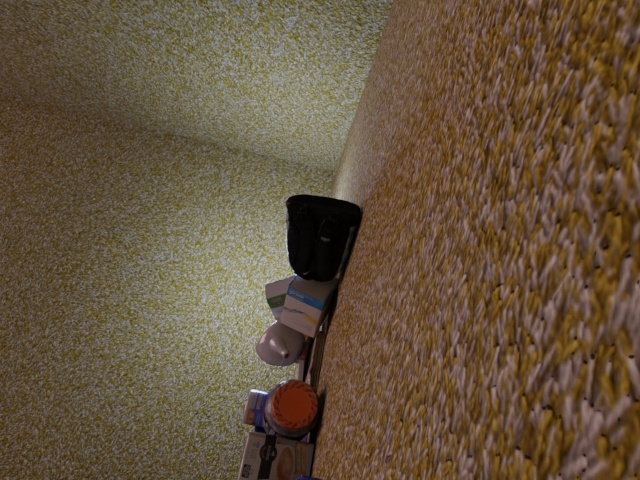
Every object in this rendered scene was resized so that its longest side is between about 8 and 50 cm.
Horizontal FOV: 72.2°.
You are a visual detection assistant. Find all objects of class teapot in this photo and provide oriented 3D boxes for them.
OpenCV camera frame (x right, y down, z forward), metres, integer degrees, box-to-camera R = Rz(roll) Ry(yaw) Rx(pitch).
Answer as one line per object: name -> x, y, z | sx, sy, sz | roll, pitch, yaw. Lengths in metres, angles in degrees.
teapot -> -0.155, 0.484, 2.002 | 0.256, 0.187, 0.252 | -30, -26, -46

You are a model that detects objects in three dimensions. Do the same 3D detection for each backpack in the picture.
backpack -> 0.000, 0.000, 1.739 | 0.273, 0.291, 0.355 | -62, -20, -66

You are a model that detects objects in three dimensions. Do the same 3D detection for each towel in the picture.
towel -> -0.032, 0.548, 1.890 | 0.187, 0.049, 0.282 | 108, 174, -57

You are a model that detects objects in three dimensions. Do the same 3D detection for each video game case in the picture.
video game case -> -0.062, 0.553, 2.032 | 0.285, 0.025, 0.203 | -63, -20, -67

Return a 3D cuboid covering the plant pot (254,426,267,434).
plant pot -> -0.217, 0.972, 1.991 | 0.236, 0.212, 0.235 | 112, 170, -78

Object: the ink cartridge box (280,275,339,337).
ink cartridge box -> -0.049, 0.260, 1.883 | 0.171, 0.168, 0.232 | -53, -18, -51

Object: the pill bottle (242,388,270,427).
pill bottle -> -0.204, 0.774, 1.983 | 0.152, 0.272, 0.152 | -167, 90, -88

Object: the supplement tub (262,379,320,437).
supplement tub -> -0.106, 0.614, 1.575 | 0.316, 0.194, 0.193 | 108, 174, -58

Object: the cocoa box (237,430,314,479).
cocoa box -> -0.169, 0.840, 1.439 | 0.231, 0.228, 0.346 | 108, 174, -57

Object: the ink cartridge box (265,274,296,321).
ink cartridge box -> -0.128, 0.315, 2.127 | 0.117, 0.202, 0.278 | -106, -2, -53

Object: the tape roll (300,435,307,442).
tape roll -> -0.125, 0.898, 1.758 | 0.275, 0.090, 0.274 | -168, 90, -86

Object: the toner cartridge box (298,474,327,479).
toner cartridge box -> -0.051, 0.756, 1.016 | 0.165, 0.075, 0.347 | 104, 177, -48

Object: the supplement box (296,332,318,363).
supplement box -> -0.122, 0.530, 2.295 | 0.129, 0.192, 0.194 | -81, 4, -53

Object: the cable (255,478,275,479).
cable -> -0.169, 0.817, 1.240 | 0.089, 0.257, 0.257 | 114, 172, -50
